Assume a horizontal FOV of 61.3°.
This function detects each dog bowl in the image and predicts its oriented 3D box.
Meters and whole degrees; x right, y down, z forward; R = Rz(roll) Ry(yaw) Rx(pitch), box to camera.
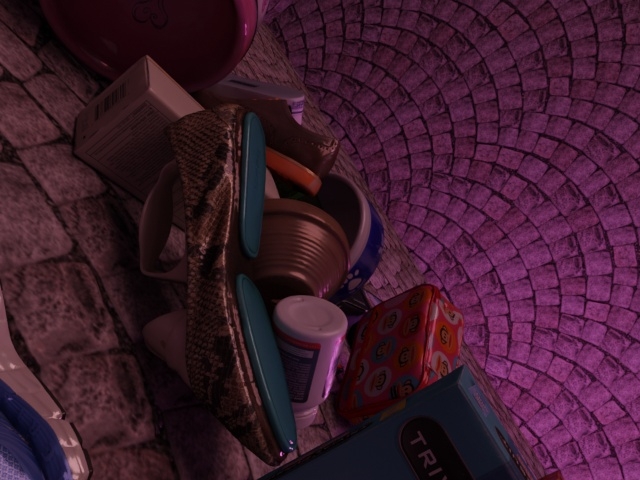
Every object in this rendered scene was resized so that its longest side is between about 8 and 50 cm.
[{"bbox_3d":[-0.287,-0.425,0.924,0.408,0.408,0.150,41,39,-45],"label":"dog bowl"},{"bbox_3d":[-0.008,-0.003,1.098,0.104,0.265,0.264,41,21,-49],"label":"dog bowl"}]

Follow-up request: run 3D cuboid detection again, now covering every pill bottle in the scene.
[{"bbox_3d":[-0.031,0.182,0.793,0.108,0.180,0.108,11,23,-5],"label":"pill bottle"}]

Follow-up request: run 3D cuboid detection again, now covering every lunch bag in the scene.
[{"bbox_3d":[0.148,0.243,1.088,0.120,0.258,0.293,44,41,-19],"label":"lunch bag"}]

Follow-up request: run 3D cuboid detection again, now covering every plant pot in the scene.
[{"bbox_3d":[-0.068,0.058,0.855,0.237,0.237,0.109,46,26,-34],"label":"plant pot"}]

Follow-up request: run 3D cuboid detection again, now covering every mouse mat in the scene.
[{"bbox_3d":[-0.094,-0.063,1.100,0.007,0.190,0.152,51,13,-51],"label":"mouse mat"}]

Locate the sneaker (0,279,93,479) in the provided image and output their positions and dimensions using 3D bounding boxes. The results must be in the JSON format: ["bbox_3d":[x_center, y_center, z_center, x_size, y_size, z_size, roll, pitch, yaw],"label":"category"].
[{"bbox_3d":[-0.268,0.126,0.348,0.330,0.130,0.147,56,29,13],"label":"sneaker"}]

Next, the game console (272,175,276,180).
[{"bbox_3d":[-0.107,-0.174,1.356,0.173,0.250,0.293,9,42,-34],"label":"game console"}]

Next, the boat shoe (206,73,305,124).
[{"bbox_3d":[-0.207,-0.287,1.208,0.367,0.156,0.136,17,30,17],"label":"boat shoe"}]

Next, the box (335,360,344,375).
[{"bbox_3d":[-0.034,0.197,1.039,0.207,0.036,0.114,33,27,-56],"label":"box"}]

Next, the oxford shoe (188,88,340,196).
[{"bbox_3d":[-0.127,-0.231,1.077,0.364,0.132,0.130,34,-3,9],"label":"oxford shoe"}]

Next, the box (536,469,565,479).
[{"bbox_3d":[0.459,0.640,1.216,0.128,0.257,0.123,63,14,23],"label":"box"}]

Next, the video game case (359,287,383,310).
[{"bbox_3d":[0.210,0.285,1.619,0.248,0.035,0.274,36,25,-52],"label":"video game case"}]

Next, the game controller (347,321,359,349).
[{"bbox_3d":[0.183,0.334,1.373,0.319,0.067,0.166,55,38,-3],"label":"game controller"}]

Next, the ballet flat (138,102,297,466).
[{"bbox_3d":[-0.145,0.044,0.702,0.164,0.182,0.482,65,16,-68],"label":"ballet flat"}]

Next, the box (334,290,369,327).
[{"bbox_3d":[0.000,0.092,1.227,0.153,0.108,0.207,34,27,-56],"label":"box"}]

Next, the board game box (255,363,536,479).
[{"bbox_3d":[0.054,0.310,0.494,0.253,0.336,0.079,59,15,11],"label":"board game box"}]

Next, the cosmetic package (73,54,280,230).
[{"bbox_3d":[-0.224,-0.128,0.894,0.309,0.160,0.113,43,19,-45],"label":"cosmetic package"}]
